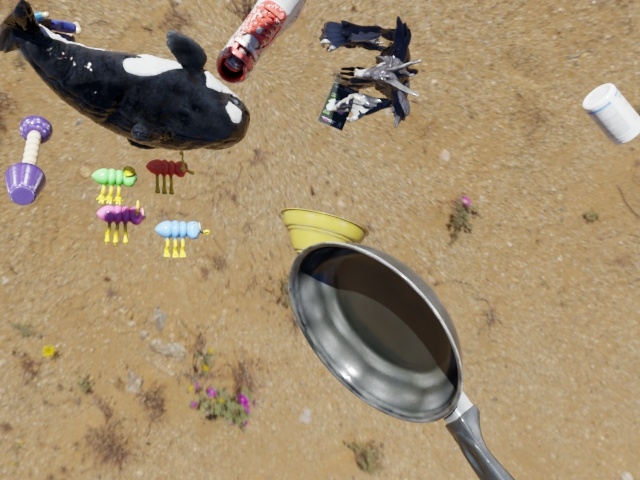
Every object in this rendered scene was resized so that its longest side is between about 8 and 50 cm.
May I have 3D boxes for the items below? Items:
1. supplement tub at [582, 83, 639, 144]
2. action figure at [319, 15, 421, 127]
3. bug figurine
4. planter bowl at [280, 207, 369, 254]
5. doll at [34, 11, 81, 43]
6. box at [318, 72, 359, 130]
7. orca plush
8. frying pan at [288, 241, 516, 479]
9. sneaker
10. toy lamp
[{"bbox_3d":[0.575,-0.249,1.281,0.071,0.071,0.107,-45,107,6],"label":"supplement tub"},{"bbox_3d":[0.073,-0.270,1.035,0.140,0.276,0.164,-9,111,-5],"label":"action figure"},{"bbox_3d":[-0.349,-0.086,1.328,0.216,0.279,0.072,-2,136,-22],"label":"bug figurine"},{"bbox_3d":[0.000,0.000,1.537,0.217,0.217,0.091,16,81,-10],"label":"planter bowl"},{"bbox_3d":[-0.734,-0.552,1.714,0.129,0.189,0.046,-44,70,32],"label":"doll"},{"bbox_3d":[0.036,-0.263,1.236,0.052,0.062,0.083,22,120,-7],"label":"box"},{"bbox_3d":[-0.196,-0.157,0.707,0.151,0.102,0.287,-41,133,18],"label":"orca plush"},{"bbox_3d":[0.099,0.112,0.572,0.326,0.053,0.197,32,140,26],"label":"frying pan"},{"bbox_3d":[-0.130,-0.442,1.395,0.090,0.145,0.270,36,141,-20],"label":"sneaker"},{"bbox_3d":[-0.609,-0.168,1.361,0.080,0.275,0.080,-9,128,-12],"label":"toy lamp"}]
